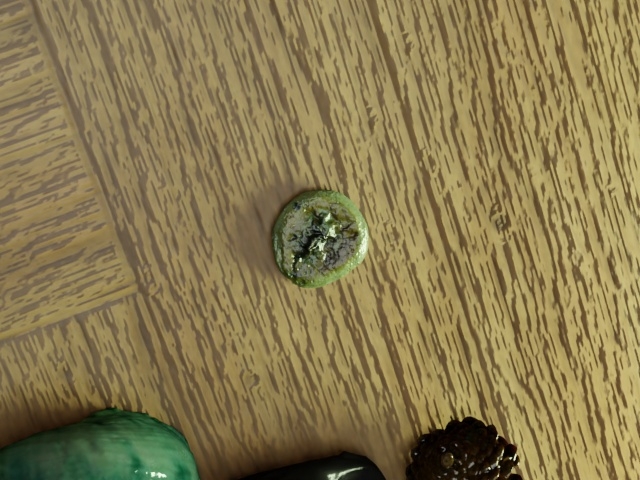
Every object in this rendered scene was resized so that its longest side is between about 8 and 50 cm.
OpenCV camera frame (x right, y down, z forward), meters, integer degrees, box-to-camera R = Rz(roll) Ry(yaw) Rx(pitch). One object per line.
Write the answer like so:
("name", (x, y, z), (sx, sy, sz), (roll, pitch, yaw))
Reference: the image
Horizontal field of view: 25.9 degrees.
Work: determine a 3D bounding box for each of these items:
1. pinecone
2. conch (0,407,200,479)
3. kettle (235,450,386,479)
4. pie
("pinecone", (0.122, 0.210, 1.166), (0.102, 0.102, 0.109), (-13, 114, -10))
("conch", (-0.196, 0.230, 1.073), (0.196, 0.134, 0.202), (25, 94, -15))
("kettle", (-0.006, 0.299, 1.135), (0.202, 0.144, 0.232), (-14, 102, -30))
("pie", (-0.002, -0.001, 1.130), (0.084, 0.021, 0.084), (-3, 101, -13))
